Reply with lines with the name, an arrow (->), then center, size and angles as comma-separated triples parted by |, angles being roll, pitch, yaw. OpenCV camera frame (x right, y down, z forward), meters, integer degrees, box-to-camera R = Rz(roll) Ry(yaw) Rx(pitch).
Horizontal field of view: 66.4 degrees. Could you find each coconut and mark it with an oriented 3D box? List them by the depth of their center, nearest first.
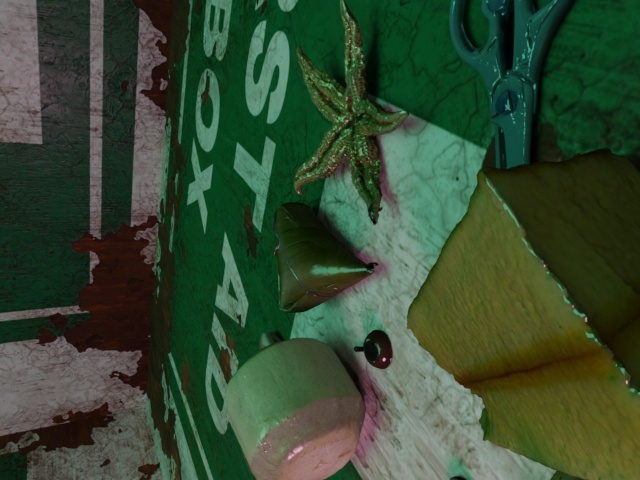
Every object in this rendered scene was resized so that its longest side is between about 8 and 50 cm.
coconut -> -0.053, 0.305, 0.920 | 0.266, 0.237, 0.238 | 50, 134, 40

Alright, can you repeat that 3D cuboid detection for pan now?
pan -> 0.084, 0.196, 0.872 | 0.115, 0.023, 0.069 | -23, 73, 59

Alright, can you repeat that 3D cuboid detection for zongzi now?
zongzi -> 0.000, 0.000, 0.927 | 0.256, 0.114, 0.228 | -34, 58, 49

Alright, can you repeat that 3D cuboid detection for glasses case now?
glasses case -> -0.098, 0.296, 1.175 | 0.204, 0.051, 0.081 | 40, 125, 53

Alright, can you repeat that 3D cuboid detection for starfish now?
starfish -> 0.053, -0.219, 0.839 | 0.347, 0.078, 0.358 | 37, 124, 54

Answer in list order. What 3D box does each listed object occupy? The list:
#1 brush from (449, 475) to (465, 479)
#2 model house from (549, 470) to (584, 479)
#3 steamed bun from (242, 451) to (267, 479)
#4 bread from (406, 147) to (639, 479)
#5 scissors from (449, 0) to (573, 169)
brush -> 0.214, 0.477, 0.631 | 0.072, 0.067, 0.313 | -45, 52, 54
model house -> 0.306, 0.276, 0.413 | 0.136, 0.207, 0.219 | 42, 127, 4
steamed bun -> -0.136, 0.496, 1.206 | 0.231, 0.110, 0.213 | -34, 64, 59
bread -> 0.175, 0.116, 0.474 | 0.233, 0.244, 0.362 | 60, 141, 19
scissors -> 0.224, -0.177, 0.587 | 0.180, 0.032, 0.393 | 5, 97, 61
